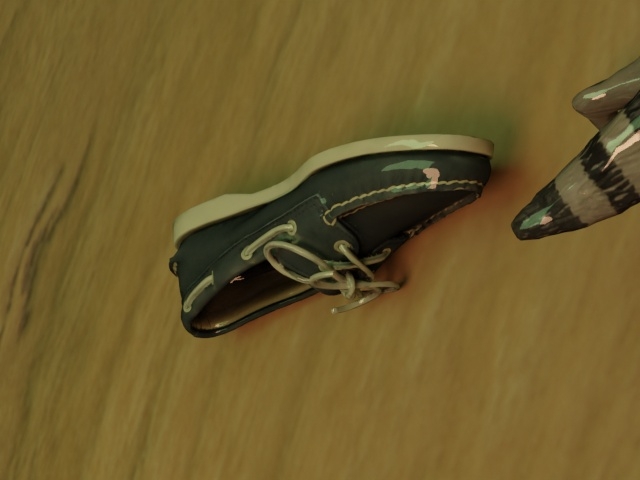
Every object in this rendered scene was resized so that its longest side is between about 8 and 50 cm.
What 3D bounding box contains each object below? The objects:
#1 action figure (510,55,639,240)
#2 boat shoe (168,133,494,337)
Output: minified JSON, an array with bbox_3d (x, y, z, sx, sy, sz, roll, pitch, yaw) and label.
[{"bbox_3d":[0.237,-0.067,0.635,0.341,0.178,0.330,-95,28,-44],"label":"action figure"},{"bbox_3d":[0.000,0.000,0.921,0.254,0.095,0.079,-17,66,40],"label":"boat shoe"}]
